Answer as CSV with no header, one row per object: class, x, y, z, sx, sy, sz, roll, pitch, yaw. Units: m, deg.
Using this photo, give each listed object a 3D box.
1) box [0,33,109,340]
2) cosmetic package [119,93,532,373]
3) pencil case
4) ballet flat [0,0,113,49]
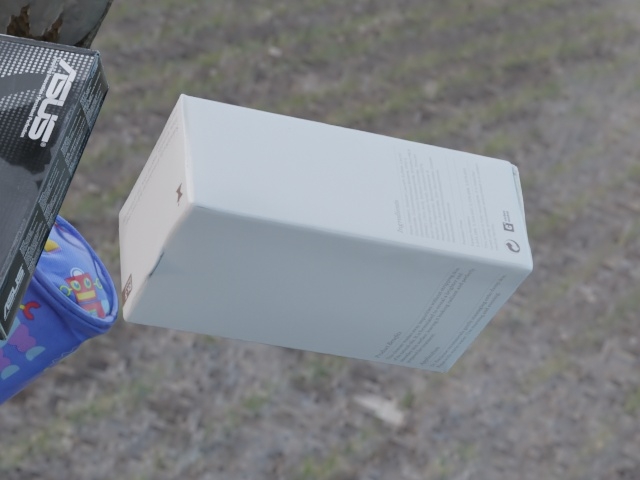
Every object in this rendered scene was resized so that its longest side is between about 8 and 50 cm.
box,-0.244,-0.045,1.101,0.184,0.045,0.190,11,60,14
cosmetic package,0.000,0.000,1.918,0.385,0.217,0.156,13,49,-22
pencil case,-0.305,0.089,1.401,0.133,0.306,0.119,55,12,-7
ballet flat,-0.187,-0.125,1.213,0.084,0.249,0.058,22,27,2
